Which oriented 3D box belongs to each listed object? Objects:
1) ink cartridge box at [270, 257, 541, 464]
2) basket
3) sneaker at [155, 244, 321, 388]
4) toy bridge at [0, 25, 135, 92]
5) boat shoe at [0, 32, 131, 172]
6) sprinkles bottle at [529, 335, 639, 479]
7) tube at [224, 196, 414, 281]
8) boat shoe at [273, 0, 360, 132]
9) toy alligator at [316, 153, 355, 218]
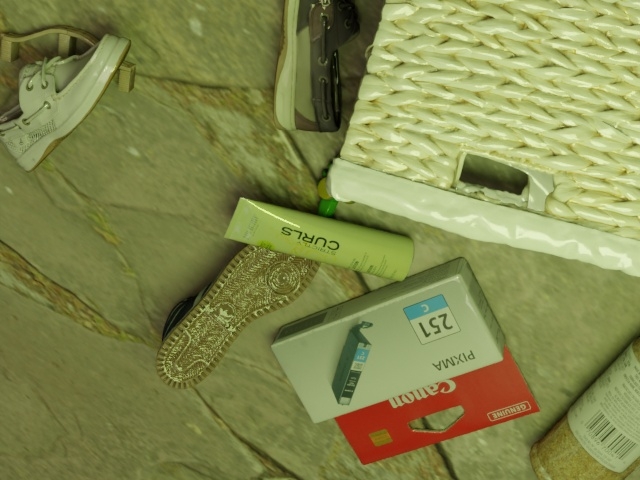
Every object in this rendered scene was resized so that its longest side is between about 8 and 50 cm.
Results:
[{"bbox_3d":[0.120,0.192,1.406,0.296,0.066,0.261,-23,107,22],"label":"ink cartridge box"},{"bbox_3d":[0.205,-0.135,1.062,0.328,0.331,0.267,15,95,6],"label":"basket"},{"bbox_3d":[-0.118,0.081,1.404,0.282,0.153,0.099,-44,98,-4],"label":"sneaker"},{"bbox_3d":[-0.334,-0.248,1.327,0.188,0.026,0.063,16,117,6],"label":"toy bridge"},{"bbox_3d":[-0.343,-0.186,1.287,0.096,0.098,0.277,40,131,-18],"label":"boat shoe"},{"bbox_3d":[0.420,0.199,1.305,0.121,0.121,0.355,33,118,-3],"label":"sprinkles bottle"},{"bbox_3d":[0.000,0.000,1.308,0.240,0.062,0.070,14,103,-12],"label":"tube"},{"bbox_3d":[0.002,-0.258,1.204,0.092,0.103,0.285,10,121,3],"label":"boat shoe"},{"bbox_3d":[0.045,-0.103,1.294,0.190,0.056,0.051,-50,56,27],"label":"toy alligator"}]
